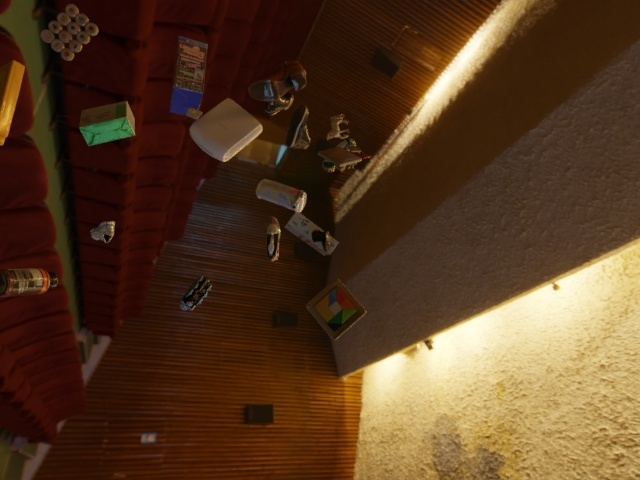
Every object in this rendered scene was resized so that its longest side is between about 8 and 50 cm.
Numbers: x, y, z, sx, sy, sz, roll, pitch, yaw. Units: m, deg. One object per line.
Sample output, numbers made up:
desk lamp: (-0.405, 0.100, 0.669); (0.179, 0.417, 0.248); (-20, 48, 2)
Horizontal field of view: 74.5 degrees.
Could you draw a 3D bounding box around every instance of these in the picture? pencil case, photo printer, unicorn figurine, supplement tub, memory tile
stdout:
pencil case: (-0.210, -0.238, 2.249); (0.124, 0.272, 0.114); (-54, 156, -35)
photo printer: (-0.490, -0.558, 2.147); (0.307, 0.256, 0.107); (-47, 173, -26)
unicorn figurine: (0.077, -0.515, 1.955); (0.060, 0.111, 0.162); (99, -13, -56)
supplement tub: (-1.143, 0.162, 1.643); (0.105, 0.197, 0.106); (-1, -93, 25)
memory tile: (-0.778, -0.644, 1.303); (0.148, 0.113, 0.012); (-45, -169, 2)

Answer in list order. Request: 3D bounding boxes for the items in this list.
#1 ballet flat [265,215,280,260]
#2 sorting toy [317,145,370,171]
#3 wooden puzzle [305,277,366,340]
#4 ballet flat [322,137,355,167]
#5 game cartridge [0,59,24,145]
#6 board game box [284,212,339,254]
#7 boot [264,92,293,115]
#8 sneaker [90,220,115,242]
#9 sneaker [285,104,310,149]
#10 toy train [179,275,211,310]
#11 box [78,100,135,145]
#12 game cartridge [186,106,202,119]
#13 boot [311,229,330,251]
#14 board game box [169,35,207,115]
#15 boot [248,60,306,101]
ballet flat: (-0.234, -0.009, 2.049); (0.079, 0.076, 0.222); (-166, -104, -88)
sorting toy: (0.083, -0.334, 1.739); (0.132, 0.274, 0.046); (36, -48, 32)
wooden puzzle: (0.073, 0.339, 2.100); (0.239, 0.221, 0.044); (48, -3, 20)
ballet flat: (0.070, -0.394, 1.877); (0.188, 0.070, 0.070); (-39, -142, 18)
game cartridge: (-1.101, -0.415, 1.375); (0.323, 0.052, 0.286); (-8, -108, 30)
board game box: (-0.057, -0.036, 2.479); (0.098, 0.303, 0.224); (-54, -174, -8)
boot: (-0.204, -0.741, 2.168); (0.198, 0.076, 0.137); (-47, 167, -30)
sneaker: (-1.007, -0.024, 1.946); (0.190, 0.071, 0.083); (-24, -104, 42)
sneaker: (-0.092, -0.577, 2.159); (0.083, 0.118, 0.222); (45, -60, 38)
toy train: (-0.543, 0.233, 1.822); (0.105, 0.080, 0.184); (-37, -163, 28)
box: (-1.221, -0.676, 2.424); (0.231, 0.261, 0.127); (-116, -167, -44)
game cartridge: (-0.530, -0.533, 1.759); (0.083, 0.055, 0.017); (-89, -160, -58)
boot: (0.000, 0.000, 2.304); (0.099, 0.045, 0.121); (2, -82, 37)
board game box: (-0.667, -0.816, 2.120); (0.232, 0.140, 0.292); (145, -52, -61)
boot: (-0.209, -0.774, 2.000); (0.109, 0.283, 0.220); (69, 5, -45)
